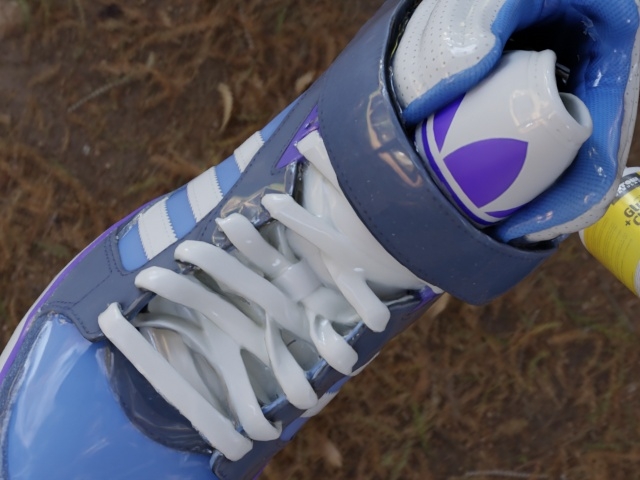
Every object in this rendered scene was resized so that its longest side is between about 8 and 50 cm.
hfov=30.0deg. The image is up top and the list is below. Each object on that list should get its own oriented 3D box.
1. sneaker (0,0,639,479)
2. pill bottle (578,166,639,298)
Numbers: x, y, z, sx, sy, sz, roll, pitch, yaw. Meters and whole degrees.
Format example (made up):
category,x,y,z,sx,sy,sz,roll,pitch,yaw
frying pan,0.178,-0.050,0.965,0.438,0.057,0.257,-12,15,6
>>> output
category,x,y,z,sx,sy,sz,roll,pitch,yaw
sneaker,0.001,0.000,0.482,0.323,0.236,0.130,-42,93,-28
pill bottle,0.316,-0.008,1.159,0.103,0.103,0.184,-4,32,-25
